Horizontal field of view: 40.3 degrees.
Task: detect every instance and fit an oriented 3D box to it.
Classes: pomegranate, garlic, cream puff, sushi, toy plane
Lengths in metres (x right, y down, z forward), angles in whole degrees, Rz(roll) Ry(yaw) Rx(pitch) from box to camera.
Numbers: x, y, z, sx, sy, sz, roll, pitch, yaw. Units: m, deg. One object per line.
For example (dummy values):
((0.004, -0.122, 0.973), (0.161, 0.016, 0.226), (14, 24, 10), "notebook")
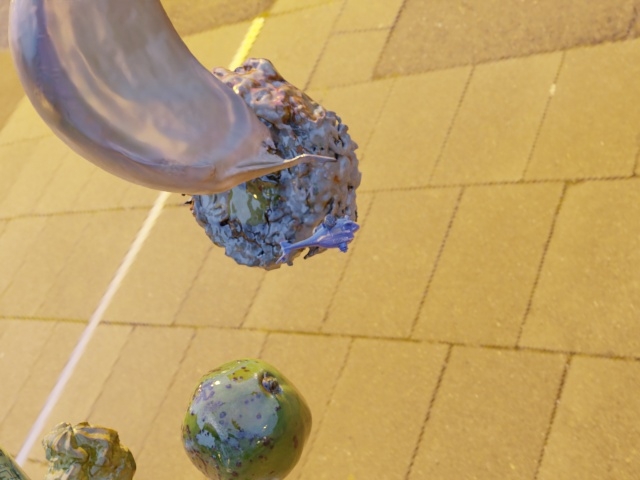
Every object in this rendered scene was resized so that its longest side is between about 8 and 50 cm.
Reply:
((-0.142, 0.356, 1.639), (0.254, 0.254, 0.270), (57, 134, 50), "pomegranate")
((-0.168, -0.143, 0.837), (0.196, 0.338, 0.151), (-40, -1, 6), "garlic")
((-0.373, 0.353, 1.386), (0.121, 0.156, 0.156), (-24, 43, 19), "cream puff")
((-0.116, -0.129, 1.679), (0.417, 0.417, 0.176), (-9, 18, 35), "sushi")
((0.000, 0.000, 1.393), (0.054, 0.167, 0.062), (-45, 66, 52), "toy plane")

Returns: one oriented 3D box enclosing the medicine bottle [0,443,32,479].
((-0.339, 0.207, 0.770), (0.239, 0.124, 0.124), (42, 86, 16), "medicine bottle")
